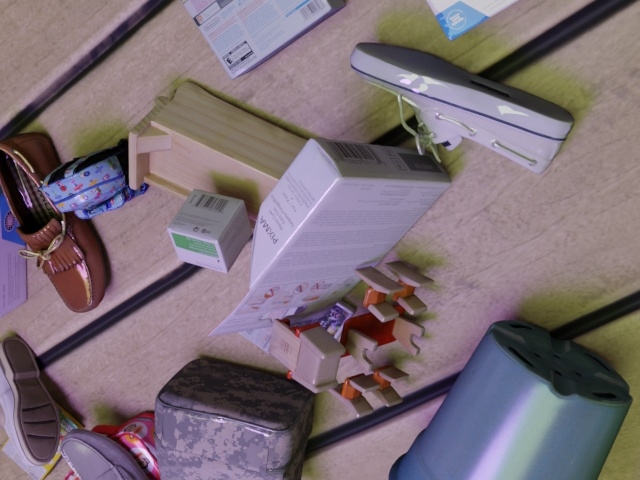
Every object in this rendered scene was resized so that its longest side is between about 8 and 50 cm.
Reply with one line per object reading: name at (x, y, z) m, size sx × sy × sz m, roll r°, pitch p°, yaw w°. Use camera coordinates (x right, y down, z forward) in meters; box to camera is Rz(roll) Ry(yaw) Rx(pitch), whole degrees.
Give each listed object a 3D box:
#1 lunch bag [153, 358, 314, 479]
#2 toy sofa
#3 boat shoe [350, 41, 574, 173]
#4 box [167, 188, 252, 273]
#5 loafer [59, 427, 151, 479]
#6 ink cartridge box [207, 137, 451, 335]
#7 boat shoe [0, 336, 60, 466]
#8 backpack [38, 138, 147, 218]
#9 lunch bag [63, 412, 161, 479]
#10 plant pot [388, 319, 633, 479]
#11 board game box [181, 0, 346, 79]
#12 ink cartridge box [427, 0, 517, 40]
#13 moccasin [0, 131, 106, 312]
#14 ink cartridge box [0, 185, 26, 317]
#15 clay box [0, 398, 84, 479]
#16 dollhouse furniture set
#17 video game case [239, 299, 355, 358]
lunch bag at (-0.176, 0.406, 1.605) m, size 0.305 × 0.212 × 0.255 m, roll 10°, pitch 110°, yaw 14°
toy sofa at (-0.151, -0.124, 1.447) m, size 0.363 × 0.177 × 0.150 m, roll 25°, pitch 141°, yaw 8°
boat shoe at (0.207, -0.195, 1.300) m, size 0.367 × 0.136 × 0.156 m, roll 20°, pitch 119°, yaw 0°
box at (-0.186, -0.017, 1.361) m, size 0.101 × 0.102 × 0.087 m, roll 14°, pitch 143°, yaw 20°
loafer at (-0.420, 0.516, 1.661) m, size 0.319 × 0.111 × 0.112 m, roll 37°, pitch 114°, yaw 6°
ink cartridge box at (0.000, 0.000, 1.341) m, size 0.385 × 0.308 × 0.091 m, roll -48°, pitch 63°, yaw 30°
boat shoe at (-0.663, 0.367, 1.766) m, size 0.103 × 0.113 × 0.302 m, roll -38°, pitch 61°, yaw 23°
backpack at (-0.433, -0.105, 1.516) m, size 0.158 × 0.173 × 0.116 m, roll -17°, pitch 104°, yaw 23°
lunch bag at (-0.432, 0.522, 1.789) m, size 0.293 × 0.120 × 0.258 m, roll -37°, pitch 95°, yaw 27°
plant pot at (0.334, 0.338, 1.363) m, size 0.341 × 0.341 × 0.334 m, roll 24°, pitch 108°, yaw 9°
board game box at (-0.133, -0.456, 1.319) m, size 0.224 × 0.097 × 0.303 m, roll -28°, pitch 100°, yaw 27°
ink cartridge box at (0.203, -0.442, 1.224) m, size 0.134 × 0.078 × 0.231 m, roll -28°, pitch 99°, yaw 26°
moccasin at (-0.542, -0.026, 1.597) m, size 0.139 × 0.147 × 0.379 m, roll -8°, pitch 108°, yaw 21°
ink cartridge box at (-0.763, 0.058, 1.566) m, size 0.166 × 0.395 × 0.285 m, roll 14°, pitch 114°, yaw 13°
clay box at (-0.643, 0.454, 1.871) m, size 0.127 × 0.053 × 0.222 m, roll 42°, pitch 116°, yaw 2°
dollhouse furniture set at (0.054, 0.173, 1.433) m, size 0.135 × 0.259 × 0.261 m, roll 34°, pitch 122°, yaw 42°
video game case at (-0.049, 0.158, 1.575) m, size 0.173 × 0.022 × 0.190 m, roll 34°, pitch 116°, yaw 4°
